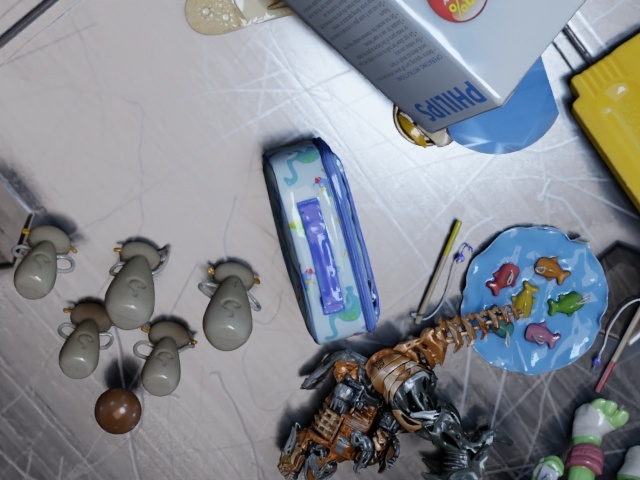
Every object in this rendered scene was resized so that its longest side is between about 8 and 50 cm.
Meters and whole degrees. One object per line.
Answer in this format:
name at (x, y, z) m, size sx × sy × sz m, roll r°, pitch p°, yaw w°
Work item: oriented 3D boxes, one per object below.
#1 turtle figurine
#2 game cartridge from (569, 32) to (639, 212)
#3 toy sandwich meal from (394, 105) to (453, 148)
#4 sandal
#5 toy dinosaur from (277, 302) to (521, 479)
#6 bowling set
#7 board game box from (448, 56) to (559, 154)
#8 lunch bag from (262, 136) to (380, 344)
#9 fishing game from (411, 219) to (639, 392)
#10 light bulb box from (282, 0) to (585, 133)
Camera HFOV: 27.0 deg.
turtle figurine at (0.335, 0.310, 1.522) m, size 0.198 × 0.266 × 0.274 m, roll 19°, pitch 141°, yaw 16°
game cartridge at (0.486, -0.147, 1.529) m, size 0.324 × 0.052 × 0.285 m, roll -33°, pitch 81°, yaw 0°
toy sandwich meal at (0.127, -0.144, 1.553) m, size 0.086 × 0.029 × 0.085 m, roll -1°, pitch 100°, yaw -5°
sandal at (-0.038, -0.289, 1.489) m, size 0.240 × 0.079 × 0.088 m, roll -23°, pitch 101°, yaw -1°
toy dinosaur at (0.103, 0.196, 1.559) m, size 0.218 × 0.164 × 0.322 m, roll 49°, pitch 115°, yaw 5°
bowling set at (-0.228, 0.103, 1.528) m, size 0.287 × 0.154 × 0.200 m, roll 18°, pitch 116°, yaw -9°
board game box at (0.195, -0.180, 1.549) m, size 0.133 × 0.033 × 0.168 m, roll -16°, pitch 86°, yaw -9°
lunch bag at (0.000, 0.000, 1.494) m, size 0.090 × 0.176 × 0.219 m, roll -15°, pitch 100°, yaw -2°
fishing game at (0.260, 0.075, 1.600) m, size 0.264 × 0.041 × 0.189 m, roll 25°, pitch 100°, yaw -9°
light bulb box at (0.124, -0.366, 1.378) m, size 0.361 × 0.225 × 0.358 m, roll 41°, pitch 79°, yaw -10°
